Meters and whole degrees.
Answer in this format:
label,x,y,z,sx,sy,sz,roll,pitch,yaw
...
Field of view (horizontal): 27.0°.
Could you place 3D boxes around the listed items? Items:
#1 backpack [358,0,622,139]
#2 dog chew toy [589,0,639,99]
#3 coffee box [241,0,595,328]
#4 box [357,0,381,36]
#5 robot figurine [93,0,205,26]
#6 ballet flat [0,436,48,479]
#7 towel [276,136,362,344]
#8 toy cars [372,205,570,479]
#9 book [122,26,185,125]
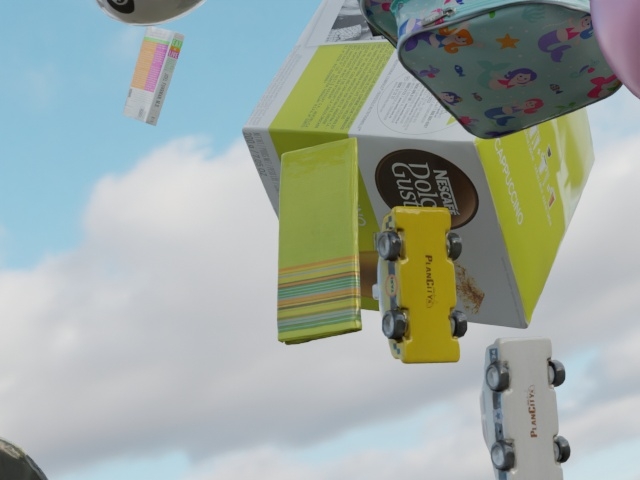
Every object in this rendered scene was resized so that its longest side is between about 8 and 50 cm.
label,x,y,z,sx,sy,sz,roll,pitch,yaw
backpack,0.177,-0.217,1.124,0.254,0.191,0.225,-23,-34,22
dog chew toy,0.233,-0.127,0.670,0.207,0.332,0.206,-31,-30,-20
coffee box,0.151,-0.128,1.809,0.334,0.338,0.337,6,-42,29
box,0.046,-0.318,1.346,0.036,0.114,0.207,-4,-37,21
robot figurine,-0.222,-0.379,1.514,0.174,0.278,0.209,-26,-3,28
ballet flat,-0.182,0.200,0.842,0.057,0.173,0.049,-26,17,-18
towel,0.000,0.000,1.524,0.102,0.237,0.021,-10,-24,24
toy cars,0.173,0.135,1.609,0.176,0.393,0.087,-45,13,-27
book,-0.255,-0.251,2.033,0.035,0.144,0.096,17,4,-31
